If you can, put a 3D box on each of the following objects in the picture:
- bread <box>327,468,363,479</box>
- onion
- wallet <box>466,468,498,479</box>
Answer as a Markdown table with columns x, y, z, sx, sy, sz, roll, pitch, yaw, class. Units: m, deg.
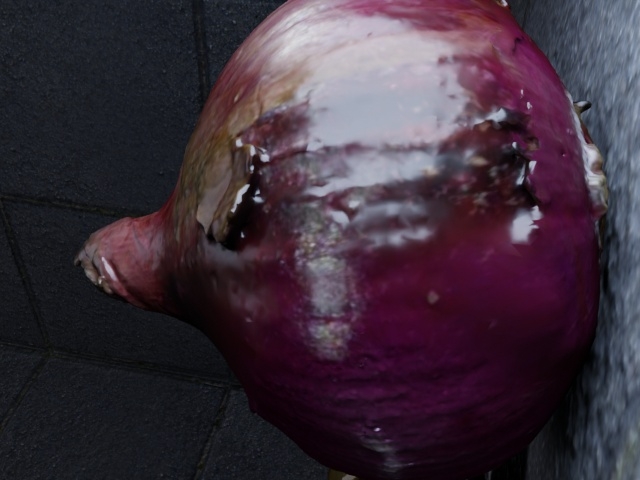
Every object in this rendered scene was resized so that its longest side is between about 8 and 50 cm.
| x | y | z | sx | sy | sz | roll | pitch | yaw | class |
| --- | --- | --- | --- | --- | --- | --- | --- | --- | --- |
| 0.124 | 0.321 | 1.168 | 0.277 | 0.167 | 0.324 | -70 | 2 | -52 | bread |
| 0.000 | 0.000 | 0.529 | 0.348 | 0.385 | 0.348 | -7 | -90 | -75 | onion |
| 0.146 | 0.291 | 0.789 | 0.377 | 0.051 | 0.197 | 83 | -177 | -63 | wallet |
